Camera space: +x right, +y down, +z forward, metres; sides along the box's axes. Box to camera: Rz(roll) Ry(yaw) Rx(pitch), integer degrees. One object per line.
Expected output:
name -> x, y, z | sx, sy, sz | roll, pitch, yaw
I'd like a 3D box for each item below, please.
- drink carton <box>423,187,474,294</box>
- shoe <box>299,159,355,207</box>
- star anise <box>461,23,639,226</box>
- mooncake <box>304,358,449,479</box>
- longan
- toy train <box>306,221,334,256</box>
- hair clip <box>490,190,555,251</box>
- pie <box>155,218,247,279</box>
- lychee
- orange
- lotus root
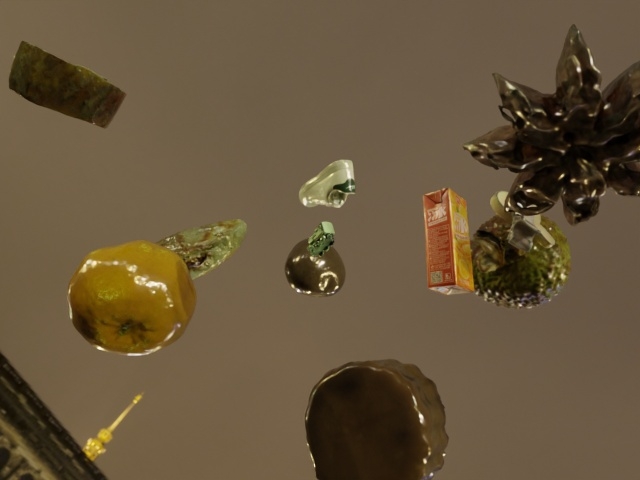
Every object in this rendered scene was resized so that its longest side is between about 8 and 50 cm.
drink carton -> 0.286, 0.004, 1.048 | 0.071, 0.223, 0.096 | -14, -24, 38
shoe -> 0.018, -0.139, 1.405 | 0.265, 0.095, 0.110 | -39, -119, 55
star anise -> 0.382, -0.144, 0.686 | 0.331, 0.118, 0.332 | 9, -45, 9
mooncake -> 0.131, 0.436, 1.084 | 0.323, 0.187, 0.324 | -8, -104, 35
longan -> -0.016, 0.110, 1.767 | 0.246, 0.246, 0.215 | 36, -36, 0
toy train -> 0.000, 0.000, 1.038 | 0.033, 0.053, 0.083 | 7, -36, -34
hair clip -> 0.455, -0.049, 1.032 | 0.159, 0.218, 0.071 | 34, -53, -1
pie -> -0.453, 0.027, 1.768 | 0.181, 0.418, 0.395 | 66, -16, -12
lychee -> 0.510, 0.050, 1.215 | 0.269, 0.320, 0.270 | 1, -87, 15
orange -> -0.425, 0.128, 1.066 | 0.278, 0.235, 0.279 | -3, -55, -5
lotus root -> -0.562, -0.342, 1.063 | 0.138, 0.234, 0.119 | 27, -84, 38
